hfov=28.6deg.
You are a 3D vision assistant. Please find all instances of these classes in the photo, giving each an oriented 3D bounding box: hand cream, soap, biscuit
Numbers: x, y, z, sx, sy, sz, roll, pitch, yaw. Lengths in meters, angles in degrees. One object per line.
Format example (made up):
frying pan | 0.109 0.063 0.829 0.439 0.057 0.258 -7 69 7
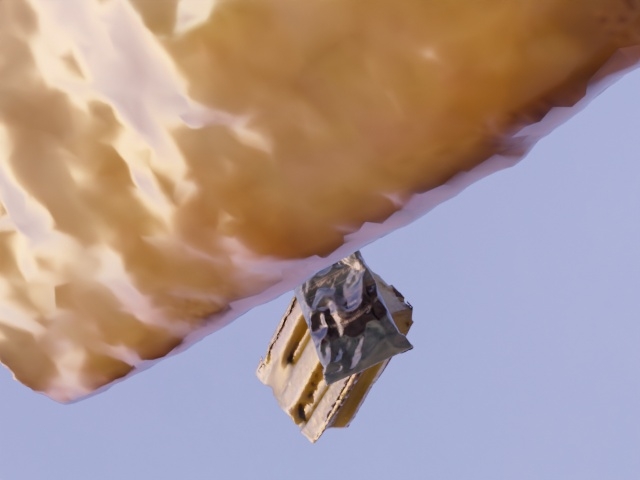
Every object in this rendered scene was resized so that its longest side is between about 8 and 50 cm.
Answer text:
hand cream | 0.001 0.000 1.086 0.075 0.247 0.052 -31 -22 21
soap | 0.015 0.130 1.563 0.076 0.135 0.233 -19 -34 -42
biscuit | -0.077 -0.186 0.407 0.446 0.104 0.429 -30 -79 36
